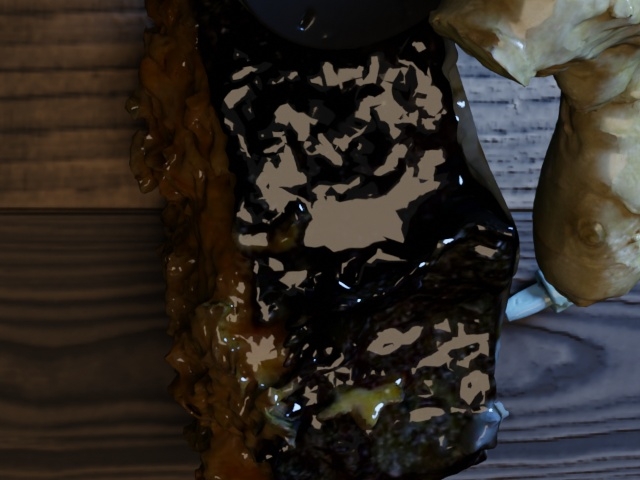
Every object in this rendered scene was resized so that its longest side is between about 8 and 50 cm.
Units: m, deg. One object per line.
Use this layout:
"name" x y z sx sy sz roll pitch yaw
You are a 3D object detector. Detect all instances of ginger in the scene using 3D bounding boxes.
"ginger" 0.165 -0.168 0.871 0.122 0.348 0.363 18 80 12

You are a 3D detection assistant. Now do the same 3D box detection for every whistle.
"whistle" 0.171 0.028 1.153 0.100 0.035 0.035 -28 115 -4

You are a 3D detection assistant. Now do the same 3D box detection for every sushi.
"sushi" 0.000 0.000 0.990 0.207 0.234 0.348 -12 108 -12

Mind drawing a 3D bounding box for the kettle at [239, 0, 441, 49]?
"kettle" -0.004 -0.235 0.891 0.221 0.236 0.161 -22 132 -19
